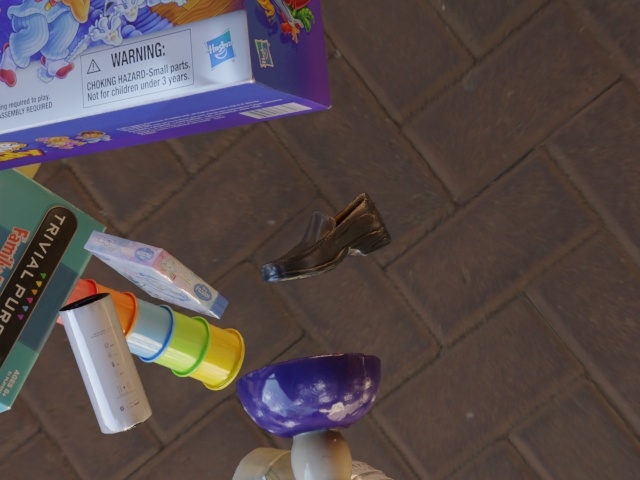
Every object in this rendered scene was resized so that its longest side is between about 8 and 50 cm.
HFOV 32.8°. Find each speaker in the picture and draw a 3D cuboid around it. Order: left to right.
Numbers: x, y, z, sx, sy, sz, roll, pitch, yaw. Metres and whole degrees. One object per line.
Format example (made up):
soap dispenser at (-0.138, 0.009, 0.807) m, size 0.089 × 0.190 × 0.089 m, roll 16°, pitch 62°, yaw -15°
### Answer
speaker at (-0.217, 0.123, 1.099) m, size 0.055 × 0.055 × 0.136 m, roll -17°, pitch 100°, yaw 7°

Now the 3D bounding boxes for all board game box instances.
board game box at (-0.447, 0.004, 1.231) m, size 0.336 × 0.079 × 0.254 m, roll 35°, pitch 60°, yaw -22°
board game box at (-0.174, -0.159, 0.574) m, size 0.347 × 0.078 × 0.233 m, roll -8°, pitch 84°, yaw 27°
board game box at (-0.134, 0.027, 0.889) m, size 0.090 × 0.090 × 0.020 m, roll 13°, pitch 70°, yaw 41°

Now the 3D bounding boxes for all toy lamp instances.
toy lamp at (0.019, 0.191, 0.480) m, size 0.080 × 0.080 × 0.274 m, roll -11°, pitch 72°, yaw 7°

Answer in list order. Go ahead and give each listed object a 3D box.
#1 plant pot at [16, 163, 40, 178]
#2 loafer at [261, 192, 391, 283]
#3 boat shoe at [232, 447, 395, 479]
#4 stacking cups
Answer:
plant pot at (-0.489, -0.172, 1.485) m, size 0.187 × 0.212 × 0.212 m, roll -30°, pitch 80°, yaw 36°
loafer at (0.000, 0.000, 1.133) m, size 0.062 × 0.170 × 0.061 m, roll -11°, pitch 99°, yaw 46°
boat shoe at (0.001, 0.262, 0.652) m, size 0.094 × 0.109 × 0.302 m, roll 14°, pitch 109°, yaw 44°
stacking cups at (-0.251, 0.113, 1.505) m, size 0.316 × 0.096 × 0.096 m, roll 29°, pitch 97°, yaw -36°
